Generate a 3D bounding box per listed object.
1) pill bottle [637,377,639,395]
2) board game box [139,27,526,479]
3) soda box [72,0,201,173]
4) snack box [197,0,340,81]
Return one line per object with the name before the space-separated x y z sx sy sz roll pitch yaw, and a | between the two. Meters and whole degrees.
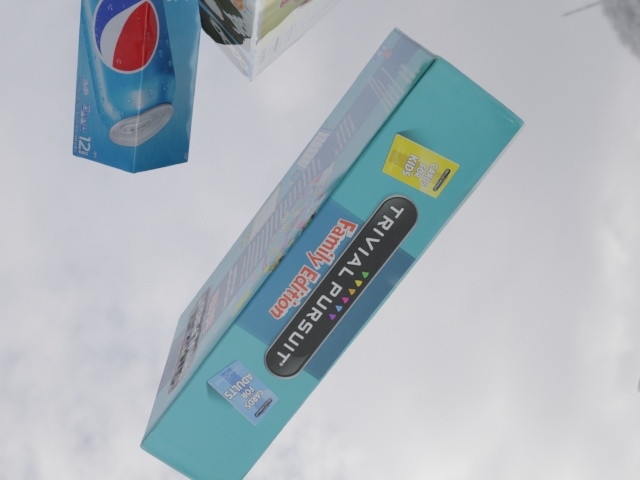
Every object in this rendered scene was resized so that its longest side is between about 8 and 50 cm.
pill bottle | 0.484 0.179 1.047 0.146 0.264 0.146 -37 -42 -42
board game box | 0.000 0.000 0.770 0.079 0.336 0.254 35 -167 -11
soda box | -0.139 -0.163 0.756 0.071 0.067 0.210 -22 -56 -57
snack box | 0.012 -0.197 0.563 0.060 0.187 0.322 48 176 -3
